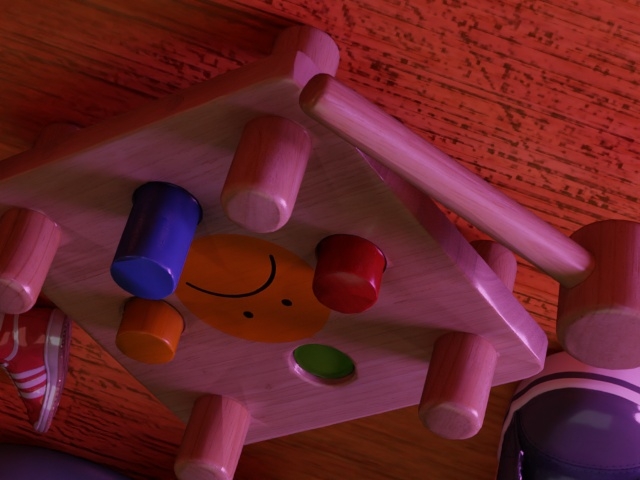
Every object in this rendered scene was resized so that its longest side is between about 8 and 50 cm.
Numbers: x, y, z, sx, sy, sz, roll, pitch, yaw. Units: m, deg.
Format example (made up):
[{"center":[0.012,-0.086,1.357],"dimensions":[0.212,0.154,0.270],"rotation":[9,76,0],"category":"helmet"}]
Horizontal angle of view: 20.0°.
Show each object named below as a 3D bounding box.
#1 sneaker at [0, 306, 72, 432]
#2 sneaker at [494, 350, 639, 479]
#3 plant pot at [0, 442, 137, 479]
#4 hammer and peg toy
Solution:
[{"center":[-0.207,0.083,1.234],"dimensions":[0.067,0.042,0.118],"rotation":[12,135,-2],"category":"sneaker"},{"center":[0.166,0.208,1.200],"dimensions":[0.126,0.127,0.321],"rotation":[11,141,8],"category":"sneaker"},{"center":[-0.211,0.283,1.305],"dimensions":[0.235,0.293,0.293],"rotation":[32,142,5],"category":"plant pot"},{"center":[0.000,0.000,0.994],"dimensions":[0.361,0.127,0.266],"rotation":[-18,129,35],"category":"hammer and peg toy"}]
